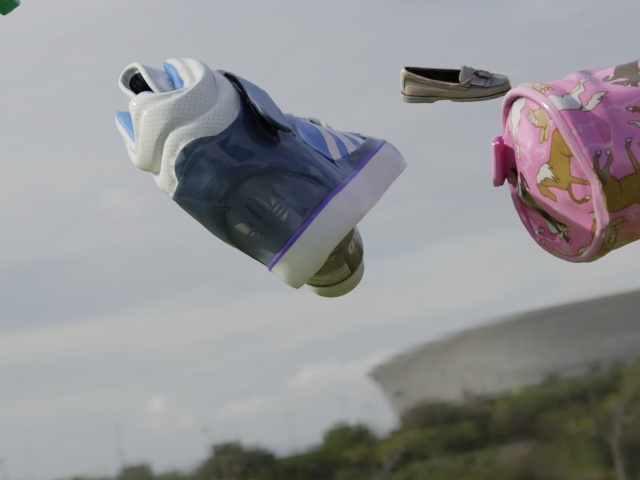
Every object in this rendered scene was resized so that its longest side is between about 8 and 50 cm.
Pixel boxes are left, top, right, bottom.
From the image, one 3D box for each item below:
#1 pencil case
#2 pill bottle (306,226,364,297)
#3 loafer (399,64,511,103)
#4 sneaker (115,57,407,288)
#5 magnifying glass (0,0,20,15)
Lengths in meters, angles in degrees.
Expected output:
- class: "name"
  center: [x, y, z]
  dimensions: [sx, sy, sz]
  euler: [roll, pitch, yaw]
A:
- class: "pencil case"
  center: [0.333, -0.113, 1.635]
  dimensions: [0.386, 0.160, 0.167]
  euler: [-23, -10, -19]
- class: "pill bottle"
  center: [0.000, 0.000, 1.947]
  dimensions: [0.078, 0.078, 0.137]
  euler: [-11, -27, 7]
- class: "loafer"
  center: [0.150, -0.178, 2.220]
  dimensions: [0.125, 0.039, 0.045]
  euler: [-4, 28, 7]
- class: "sneaker"
  center: [-0.059, -0.088, 1.713]
  dimensions: [0.130, 0.236, 0.323]
  euler: [-49, 0, 16]
- class: "magnifying glass"
  center: [-0.342, -0.296, 1.755]
  dimensions: [0.026, 0.231, 0.092]
  euler: [-33, 22, 3]
